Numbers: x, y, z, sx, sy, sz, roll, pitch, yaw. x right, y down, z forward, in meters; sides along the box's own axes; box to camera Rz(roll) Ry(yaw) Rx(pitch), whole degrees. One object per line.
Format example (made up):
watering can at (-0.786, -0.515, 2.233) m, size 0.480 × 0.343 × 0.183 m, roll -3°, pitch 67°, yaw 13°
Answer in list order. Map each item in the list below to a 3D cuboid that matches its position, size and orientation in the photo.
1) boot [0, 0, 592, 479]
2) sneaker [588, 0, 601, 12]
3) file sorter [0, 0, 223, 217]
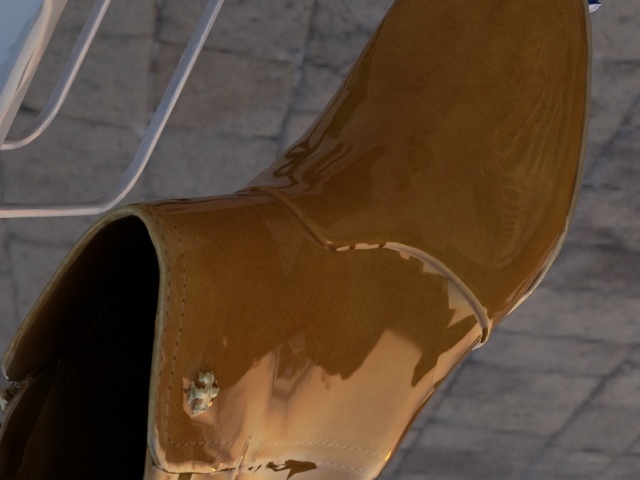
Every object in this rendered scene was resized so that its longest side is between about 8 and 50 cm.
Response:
boot at (-0.001, 0.000, 0.471) m, size 0.104 × 0.295 × 0.211 m, roll 20°, pitch 180°, yaw 27°
sneaker at (0.180, -0.175, 1.025) m, size 0.053 × 0.059 × 0.144 m, roll 6°, pitch 167°, yaw -14°
file sorter at (-0.201, -0.152, 0.682) m, size 0.278 × 0.193 × 0.173 m, roll 32°, pitch -166°, yaw 19°
